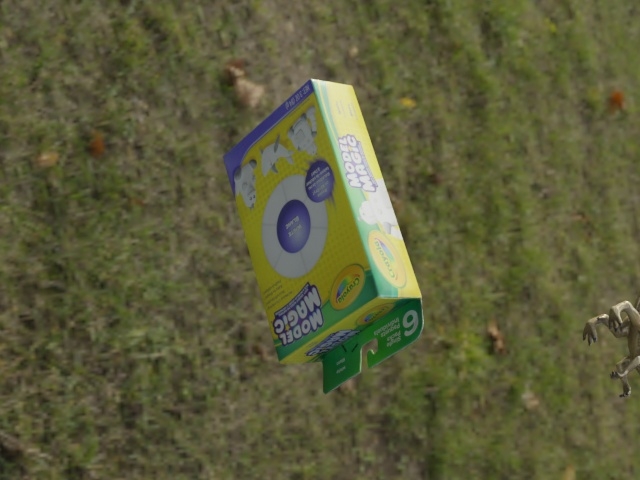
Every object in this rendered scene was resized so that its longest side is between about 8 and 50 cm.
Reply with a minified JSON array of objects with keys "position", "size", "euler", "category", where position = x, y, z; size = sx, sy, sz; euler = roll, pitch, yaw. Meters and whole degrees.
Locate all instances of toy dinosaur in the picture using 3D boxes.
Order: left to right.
[{"position":[0.292,0.077,1.099],"size":[0.092,0.053,0.183],"euler":[-3,90,-27],"category":"toy dinosaur"}]

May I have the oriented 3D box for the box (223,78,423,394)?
[{"position":[0.000,0.000,0.773],"size":[0.043,0.105,0.179],"euler":[2,61,-43],"category":"box"}]
